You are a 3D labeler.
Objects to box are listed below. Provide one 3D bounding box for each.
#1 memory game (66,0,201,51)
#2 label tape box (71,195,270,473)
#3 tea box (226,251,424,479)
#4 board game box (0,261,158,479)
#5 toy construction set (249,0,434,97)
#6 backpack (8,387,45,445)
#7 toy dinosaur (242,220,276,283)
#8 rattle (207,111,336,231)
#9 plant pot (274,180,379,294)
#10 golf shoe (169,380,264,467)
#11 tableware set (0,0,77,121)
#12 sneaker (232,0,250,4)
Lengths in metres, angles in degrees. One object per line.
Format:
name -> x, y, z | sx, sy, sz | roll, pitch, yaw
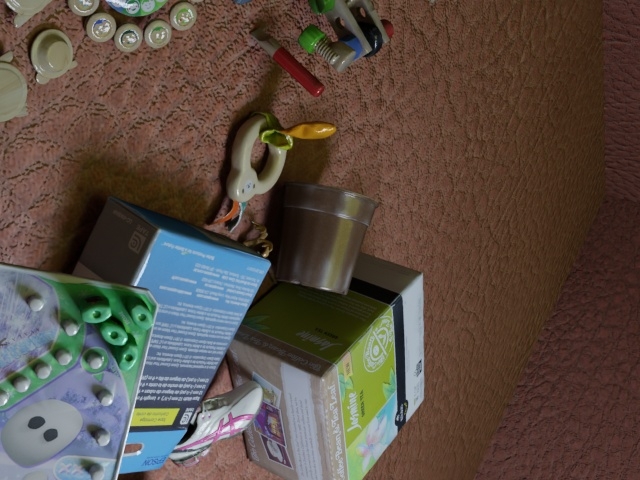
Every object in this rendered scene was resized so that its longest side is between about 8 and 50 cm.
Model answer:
memory game -> -0.209, -0.309, 0.884 | 0.186, 0.012, 0.186 | -23, 135, -24
label tape box -> -0.243, 0.140, 1.021 | 0.249, 0.115, 0.347 | 22, 98, -59
tea box -> 0.023, 0.238, 1.390 | 0.323, 0.220, 0.329 | -41, 137, -39
board game box -> -0.379, 0.204, 0.692 | 0.390, 0.050, 0.390 | 13, 96, -22
toy construction set -> 0.014, -0.402, 1.135 | 0.309, 0.237, 0.257 | -46, 174, -9
backpack -> -0.338, 0.147, 0.814 | 0.152, 0.182, 0.115 | -6, 110, -56
toy dinosaur -> -0.116, 0.029, 1.241 | 0.112, 0.064, 0.211 | -50, 162, 25
rattle -> -0.073, -0.093, 1.160 | 0.130, 0.143, 0.199 | 81, 30, -66
plant pot -> 0.000, 0.000, 1.271 | 0.167, 0.167, 0.165 | 20, 82, -59
golf shoe -> -0.172, 0.286, 1.211 | 0.186, 0.067, 0.086 | -37, 137, -13
tableware set -> -0.329, -0.215, 0.803 | 0.141, 0.020, 0.168 | -44, 140, -36
sneaker -> -0.157, -0.413, 0.923 | 0.122, 0.110, 0.283 | -37, 134, -19
